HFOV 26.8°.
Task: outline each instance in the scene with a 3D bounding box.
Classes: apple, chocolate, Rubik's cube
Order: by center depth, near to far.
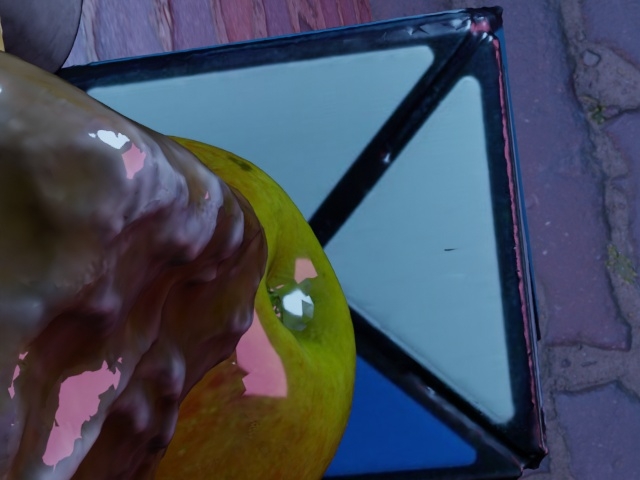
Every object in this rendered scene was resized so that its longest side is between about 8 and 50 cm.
[{"bbox_3d":[-0.102,0.061,0.359,0.214,0.093,0.148,-62,165,-1],"label":"chocolate"},{"bbox_3d":[-0.078,0.052,0.565,0.196,0.196,0.196,-12,90,-79],"label":"apple"},{"bbox_3d":[-0.001,0.000,0.792,0.248,0.250,0.246,-60,142,-78],"label":"Rubik's cube"}]

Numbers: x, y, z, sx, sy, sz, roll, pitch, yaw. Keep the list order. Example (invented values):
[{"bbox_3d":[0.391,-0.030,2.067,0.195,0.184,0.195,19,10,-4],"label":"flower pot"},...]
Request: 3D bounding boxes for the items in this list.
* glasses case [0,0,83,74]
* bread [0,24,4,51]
[{"bbox_3d":[-0.185,-0.168,0.560,0.299,0.060,0.114,47,38,-70],"label":"glasses case"},{"bbox_3d":[-0.182,-0.085,0.322,0.311,0.121,0.173,19,58,-78],"label":"bread"}]
